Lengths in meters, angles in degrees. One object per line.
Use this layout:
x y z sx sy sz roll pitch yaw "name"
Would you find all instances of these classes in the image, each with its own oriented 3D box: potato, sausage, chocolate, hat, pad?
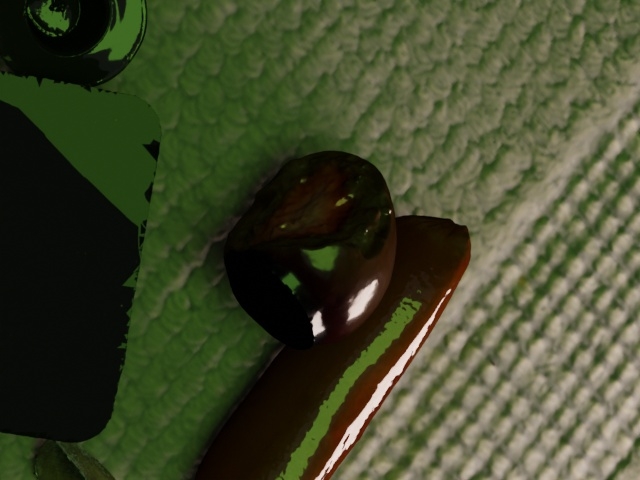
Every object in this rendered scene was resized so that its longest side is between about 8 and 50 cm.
-0.170 0.179 1.314 0.037 0.036 0.093 -37 97 22 "potato"
0.009 0.099 1.358 0.083 0.089 0.300 38 81 -20 "sausage"
0.000 0.000 1.292 0.124 0.127 0.133 39 67 15 "chocolate"
-0.177 -0.162 1.239 0.121 0.050 0.121 -11 113 -26 "hat"
-0.135 0.019 1.287 0.323 0.055 0.250 6 100 -30 "pad"
